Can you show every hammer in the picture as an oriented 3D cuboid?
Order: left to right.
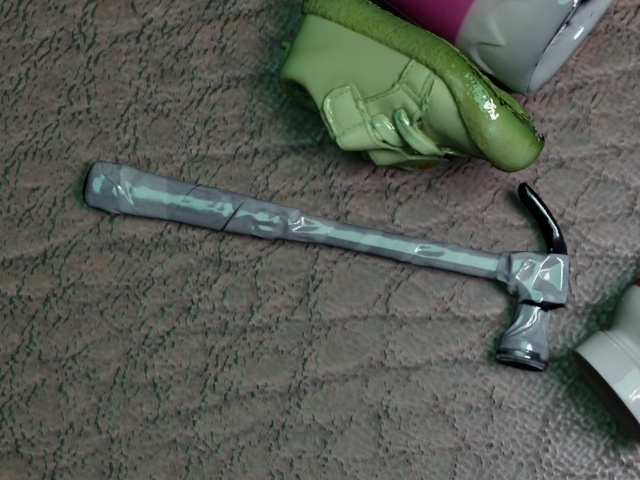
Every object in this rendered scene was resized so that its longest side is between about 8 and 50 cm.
[{"bbox_3d":[0.000,0.000,1.362,0.427,0.044,0.152,10,80,7],"label":"hammer"}]

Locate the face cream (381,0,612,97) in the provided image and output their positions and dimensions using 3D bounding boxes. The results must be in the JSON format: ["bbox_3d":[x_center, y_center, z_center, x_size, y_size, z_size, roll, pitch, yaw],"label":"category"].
[{"bbox_3d":[0.142,-0.239,1.325,0.195,0.175,0.175,37,85,10],"label":"face cream"}]

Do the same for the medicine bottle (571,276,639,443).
[{"bbox_3d":[0.331,0.053,1.281,0.250,0.131,0.131,-37,79,-2],"label":"medicine bottle"}]

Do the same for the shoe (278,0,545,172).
[{"bbox_3d":[0.072,-0.119,1.323,0.262,0.140,0.128,40,109,34],"label":"shoe"}]
